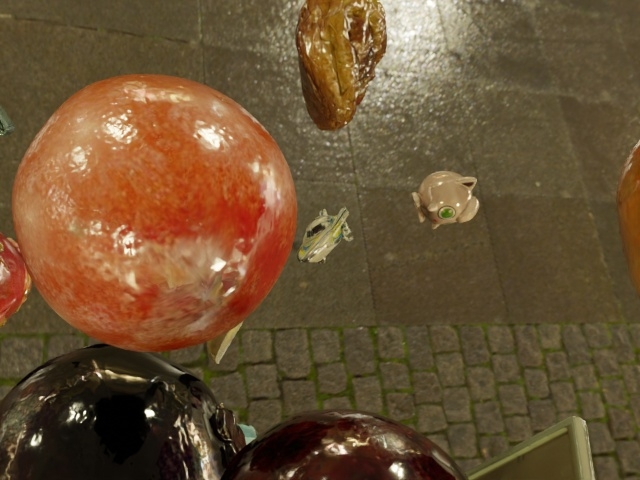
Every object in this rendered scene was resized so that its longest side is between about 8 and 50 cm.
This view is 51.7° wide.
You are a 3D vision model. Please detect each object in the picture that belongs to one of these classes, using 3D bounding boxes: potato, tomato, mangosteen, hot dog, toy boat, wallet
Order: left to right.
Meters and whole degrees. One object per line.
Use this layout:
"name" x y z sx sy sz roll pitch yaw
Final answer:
"wallet" -0.510 -0.202 1.023 0.026 0.129 0.088 -34 111 -12
"mangosteen" -0.304 0.337 0.846 0.434 0.382 0.382 -19 75 -2
"tomato" -0.147 -0.022 0.631 0.264 0.265 0.265 8 65 -18
"potato" -0.139 0.128 0.917 0.037 0.036 0.093 34 101 14
"toy boat" 0.000 0.000 1.111 0.066 0.084 0.210 60 21 -9
"mangosteen" 0.003 0.261 0.499 0.235 0.235 0.261 40 60 -2
"hot dog" 0.025 -0.243 0.901 0.099 0.227 0.161 25 76 8

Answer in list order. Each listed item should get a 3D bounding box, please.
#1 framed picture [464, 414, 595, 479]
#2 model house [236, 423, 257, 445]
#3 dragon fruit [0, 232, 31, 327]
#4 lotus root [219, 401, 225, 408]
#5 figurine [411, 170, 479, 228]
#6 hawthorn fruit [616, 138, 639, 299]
"framed picture" 0.290 0.522 1.096 0.028 0.446 0.326 25 46 -15
"model house" -0.316 0.561 1.529 0.329 0.251 0.295 29 45 -44
"dragon fruit" -0.736 0.074 1.378 0.250 0.315 0.250 -10 62 20
"lotus root" -0.233 0.383 1.392 0.073 0.150 0.062 -11 100 3
"figurine" 0.265 -0.086 1.394 0.137 0.125 0.125 -11 70 8
"hawthorn fruit" 0.414 -0.007 0.636 0.276 0.298 0.277 -1 75 4
